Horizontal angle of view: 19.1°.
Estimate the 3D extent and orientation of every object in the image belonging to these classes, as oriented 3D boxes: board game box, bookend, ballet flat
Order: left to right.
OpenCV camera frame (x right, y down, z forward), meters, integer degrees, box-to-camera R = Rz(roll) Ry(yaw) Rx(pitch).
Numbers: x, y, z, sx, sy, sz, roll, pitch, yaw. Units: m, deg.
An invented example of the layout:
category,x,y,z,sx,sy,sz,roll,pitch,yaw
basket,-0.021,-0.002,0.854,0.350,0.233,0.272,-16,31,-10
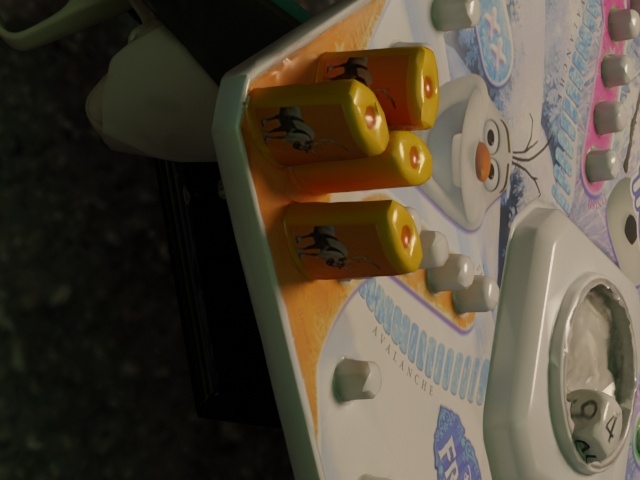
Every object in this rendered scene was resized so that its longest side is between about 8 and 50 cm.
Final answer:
category,x,y,z,sx,sy,sz,roll,pitch,yaw
ballet flat,-0.075,-0.095,0.775,0.096,0.095,0.280,-45,74,-5
bookend,0.000,0.000,0.824,0.072,0.157,0.156,-12,96,-31
board game box,0.115,0.055,0.788,0.390,0.050,0.390,-40,122,-52
